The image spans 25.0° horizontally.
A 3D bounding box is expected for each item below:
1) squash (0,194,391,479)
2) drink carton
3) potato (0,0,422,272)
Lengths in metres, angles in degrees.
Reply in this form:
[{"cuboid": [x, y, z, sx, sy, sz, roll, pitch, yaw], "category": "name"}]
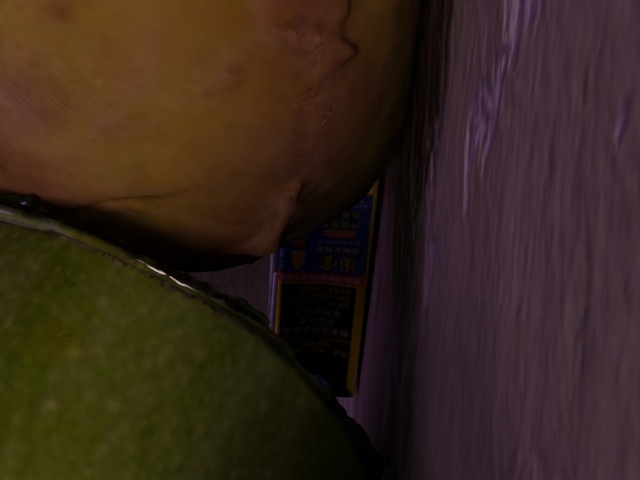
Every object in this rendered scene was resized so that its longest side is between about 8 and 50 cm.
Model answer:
[{"cuboid": [-0.169, 0.192, 0.537, 0.384, 0.263, 0.263, -59, -12, -29], "category": "squash"}, {"cuboid": [0.000, 0.000, 0.780, 0.071, 0.056, 0.165, -84, -1, -58], "category": "drink carton"}, {"cuboid": [-0.062, -0.104, 0.578, 0.237, 0.301, 0.289, 55, -170, -4], "category": "potato"}]
